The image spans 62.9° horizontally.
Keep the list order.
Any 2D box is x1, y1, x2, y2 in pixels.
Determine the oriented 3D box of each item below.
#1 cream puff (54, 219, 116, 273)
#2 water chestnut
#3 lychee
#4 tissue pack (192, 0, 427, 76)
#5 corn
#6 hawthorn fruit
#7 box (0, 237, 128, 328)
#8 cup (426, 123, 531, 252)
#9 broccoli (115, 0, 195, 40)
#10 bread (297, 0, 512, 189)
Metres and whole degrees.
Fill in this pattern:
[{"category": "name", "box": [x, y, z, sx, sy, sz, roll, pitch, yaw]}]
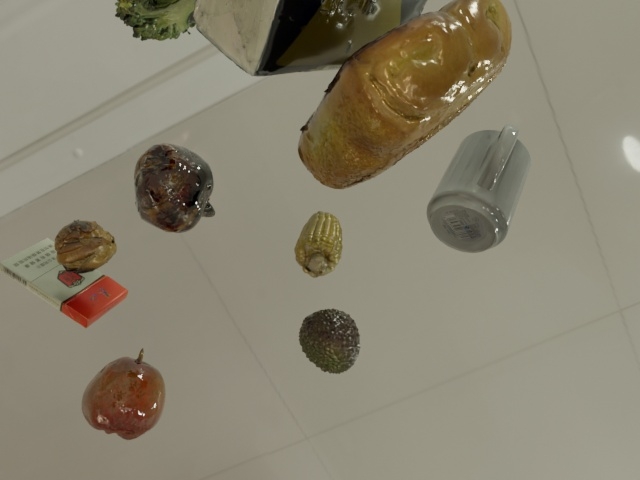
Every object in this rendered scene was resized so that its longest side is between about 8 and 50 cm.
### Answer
[{"category": "cream puff", "box": [-0.508, 0.009, 1.113, 0.133, 0.119, 0.104, 22, -38, 33]}, {"category": "water chestnut", "box": [-0.448, -0.157, 1.615, 0.289, 0.244, 0.289, 175, -90, -72]}, {"category": "lychee", "box": [0.028, 0.258, 1.323, 0.171, 0.171, 0.171, 62, 9, -18]}, {"category": "tissue pack", "box": [-0.005, -0.484, 0.999, 0.417, 0.264, 0.253, -19, 54, -41]}, {"category": "corn", "box": [0.000, 0.000, 1.472, 0.130, 0.130, 0.347, 62, 14, -18]}, {"category": "hawthorn fruit", "box": [-0.651, 0.512, 1.782, 0.277, 0.277, 0.298, 42, 62, -68]}, {"category": "box", "box": [-0.586, 0.093, 1.202, 0.245, 0.035, 0.139, 31, 32, 7]}, {"category": "cup", "box": [0.481, -0.166, 1.538, 0.326, 0.237, 0.322, -56, 168, -34]}, {"category": "broccoli", "box": [-0.413, -0.664, 1.374, 0.242, 0.273, 0.180, -13, 84, -49]}, {"category": "bread", "box": [0.146, -0.226, 0.849, 0.148, 0.328, 0.337, 56, -25, 1]}]
